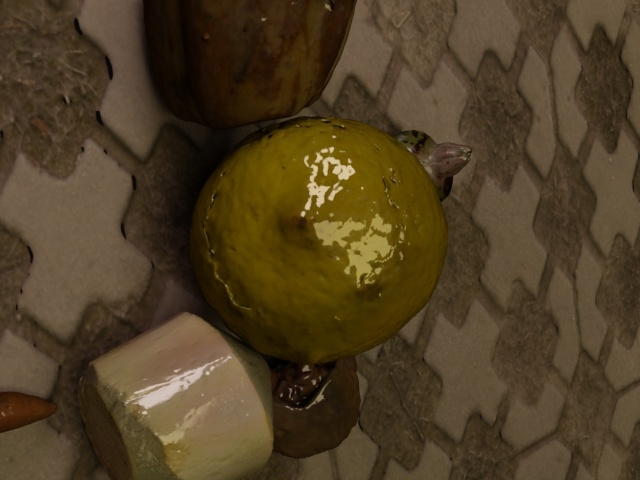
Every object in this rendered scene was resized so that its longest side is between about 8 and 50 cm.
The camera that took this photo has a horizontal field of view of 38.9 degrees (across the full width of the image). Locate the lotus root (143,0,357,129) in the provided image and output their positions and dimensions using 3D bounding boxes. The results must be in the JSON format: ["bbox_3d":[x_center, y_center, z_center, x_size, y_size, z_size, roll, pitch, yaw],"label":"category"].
[{"bbox_3d":[-0.077,-0.272,1.208,0.316,0.316,0.250,-8,115,-36],"label":"lotus root"}]

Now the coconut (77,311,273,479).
[{"bbox_3d":[-0.177,0.219,1.210,0.244,0.239,0.239,-23,108,-30],"label":"coconut"}]

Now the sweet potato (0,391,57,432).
[{"bbox_3d":[-0.423,0.211,1.130,0.202,0.058,0.055,16,106,-38],"label":"sweet potato"}]

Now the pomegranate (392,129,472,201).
[{"bbox_3d":[0.173,-0.124,1.494,0.163,0.126,0.138,-30,114,17],"label":"pomegranate"}]

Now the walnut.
[{"bbox_3d":[-0.020,0.247,1.390,0.238,0.141,0.204,-15,108,-32],"label":"walnut"}]

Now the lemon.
[{"bbox_3d":[0.000,0.000,1.251,0.387,0.349,0.350,20,79,-80],"label":"lemon"}]
